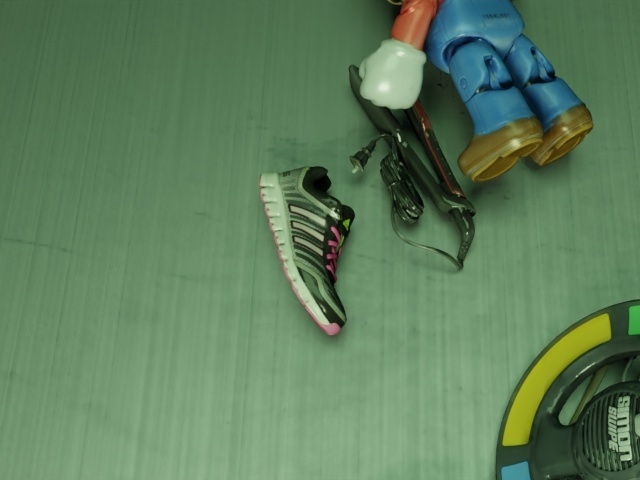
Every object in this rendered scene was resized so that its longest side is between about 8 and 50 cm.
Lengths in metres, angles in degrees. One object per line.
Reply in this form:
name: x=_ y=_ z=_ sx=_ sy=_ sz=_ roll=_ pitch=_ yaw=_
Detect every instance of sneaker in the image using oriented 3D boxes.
sneaker: x=0.000 y=0.000 z=0.812 sx=0.074 sy=0.063 sz=0.170 roll=-21 pitch=61 yaw=2

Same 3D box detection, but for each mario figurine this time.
mario figurine: x=0.122 y=-0.206 z=0.869 sx=0.170 sy=0.198 sz=0.321 roll=-28 pitch=75 yaw=22

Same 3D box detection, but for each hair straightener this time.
hair straightener: x=0.073 y=-0.071 z=0.855 sx=0.089 sy=0.047 sz=0.230 roll=-21 pitch=70 yaw=-5

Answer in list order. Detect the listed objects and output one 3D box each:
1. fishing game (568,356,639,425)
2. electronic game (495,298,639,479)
fishing game: x=0.305 y=0.129 z=0.669 sx=0.264 sy=0.041 sz=0.189 roll=13 pitch=63 yaw=50
electronic game: x=0.227 y=0.147 z=0.673 sx=0.229 sy=0.048 sz=0.229 roll=-32 pitch=39 yaw=30
